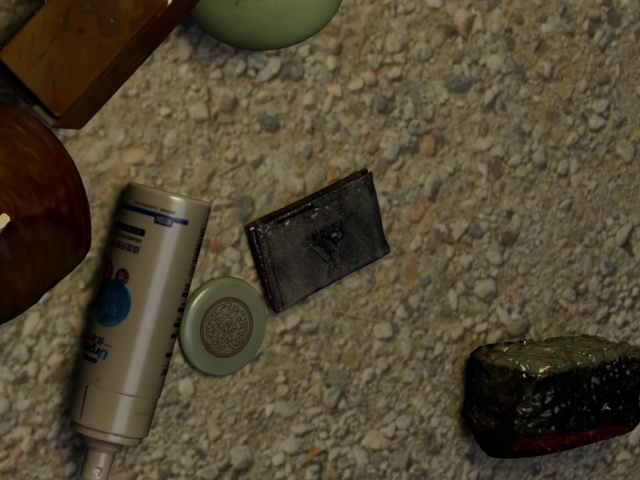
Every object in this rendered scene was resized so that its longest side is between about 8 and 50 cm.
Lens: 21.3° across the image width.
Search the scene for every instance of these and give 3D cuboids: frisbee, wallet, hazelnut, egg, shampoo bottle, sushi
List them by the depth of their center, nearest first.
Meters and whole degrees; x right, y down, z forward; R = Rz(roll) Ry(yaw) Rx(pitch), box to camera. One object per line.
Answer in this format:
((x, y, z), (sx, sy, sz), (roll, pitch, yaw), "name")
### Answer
((-0.326, -0.020, 1.542), (0.234, 0.218, 0.218), (-36, 118, -23), "hazelnut")
((-0.059, -0.265, 1.708), (0.192, 0.149, 0.149), (4, 98, -45), "egg")
((-0.193, 0.096, 1.730), (0.092, 0.092, 0.303), (15, 92, -36), "shampoo bottle")
((-0.104, 0.093, 1.837), (0.110, 0.014, 0.110), (-8, 104, -33), "frisbee")
((-0.001, 0.000, 1.881), (0.166, 0.030, 0.111), (-26, 119, -26), "wallet")
((0.282, 0.179, 2.055), (0.225, 0.136, 0.126), (-10, 103, -26), "sushi")

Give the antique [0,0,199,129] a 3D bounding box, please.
((-0.167, -0.245, 1.593), (0.093, 0.087, 0.310), (44, 97, 5), "antique")
